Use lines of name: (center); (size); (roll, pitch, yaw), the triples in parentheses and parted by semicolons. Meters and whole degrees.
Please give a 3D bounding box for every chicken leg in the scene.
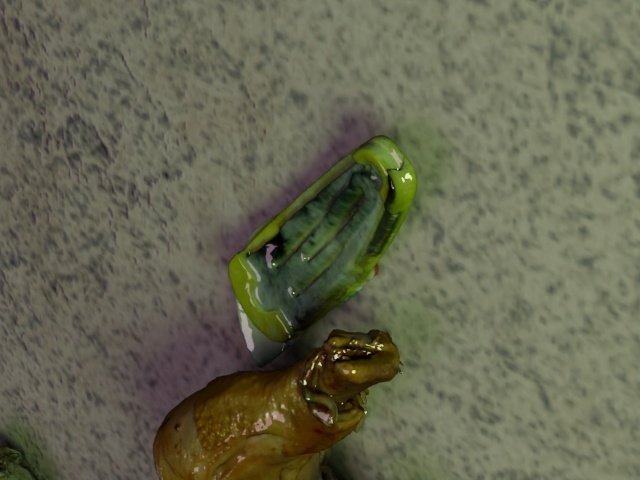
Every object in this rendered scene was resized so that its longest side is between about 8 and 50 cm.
chicken leg: (-0.016, 0.104, 0.885); (0.101, 0.085, 0.207); (57, 142, 6)

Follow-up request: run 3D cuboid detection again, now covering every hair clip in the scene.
hair clip: (0.000, 0.000, 0.850); (0.060, 0.033, 0.188); (57, 143, 10)

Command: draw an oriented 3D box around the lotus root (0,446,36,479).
lotus root: (-0.226, 0.204, 1.176); (0.088, 0.088, 0.165); (27, 139, 35)
